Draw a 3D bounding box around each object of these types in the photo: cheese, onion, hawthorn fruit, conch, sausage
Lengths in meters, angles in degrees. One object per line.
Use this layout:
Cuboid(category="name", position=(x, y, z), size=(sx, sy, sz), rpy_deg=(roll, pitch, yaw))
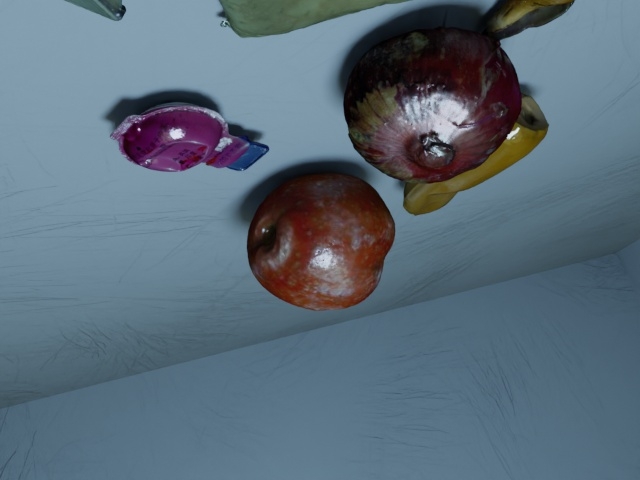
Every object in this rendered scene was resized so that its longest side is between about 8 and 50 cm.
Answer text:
Cuboid(category="cheese", position=(-0.181, -0.140, 0.825), size=(0.155, 0.062, 0.244), rpy_deg=(-31, 157, 36))
Cuboid(category="onion", position=(0.152, -0.182, 0.802), size=(0.246, 0.190, 0.246), rpy_deg=(0, 151, 0))
Cuboid(category="hawthorn fruit", position=(0.000, 0.000, 1.085), size=(0.284, 0.285, 0.284), rpy_deg=(-15, 160, -6))
Cuboid(category="conch", position=(0.281, -0.321, 0.719), size=(0.086, 0.080, 0.232), rpy_deg=(-1, -179, -9))
Cuboid(category="sausage", position=(0.266, -0.147, 1.098), size=(0.134, 0.116, 0.354), rpy_deg=(-21, 168, -36))

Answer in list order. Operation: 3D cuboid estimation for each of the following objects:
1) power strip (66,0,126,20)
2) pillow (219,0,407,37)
Cuboid(category="power strip", position=(-0.242, -0.252, 0.378), size=(0.065, 0.198, 0.213), rpy_deg=(-58, 159, -4))
Cuboid(category="pillow", position=(0.020, -0.276, 0.558), size=(0.302, 0.075, 0.185), rpy_deg=(-8, 167, 10))
